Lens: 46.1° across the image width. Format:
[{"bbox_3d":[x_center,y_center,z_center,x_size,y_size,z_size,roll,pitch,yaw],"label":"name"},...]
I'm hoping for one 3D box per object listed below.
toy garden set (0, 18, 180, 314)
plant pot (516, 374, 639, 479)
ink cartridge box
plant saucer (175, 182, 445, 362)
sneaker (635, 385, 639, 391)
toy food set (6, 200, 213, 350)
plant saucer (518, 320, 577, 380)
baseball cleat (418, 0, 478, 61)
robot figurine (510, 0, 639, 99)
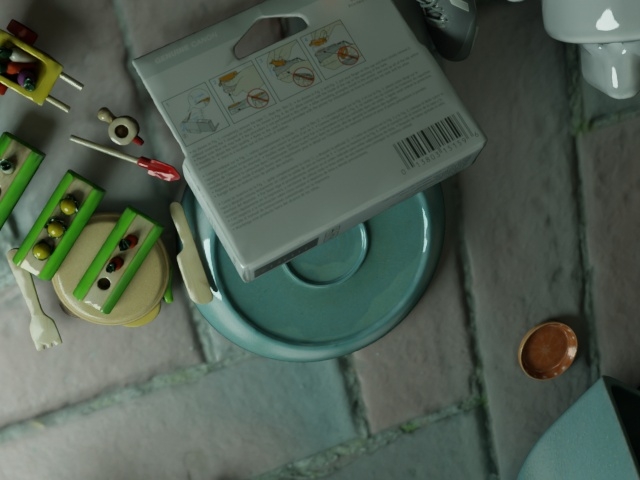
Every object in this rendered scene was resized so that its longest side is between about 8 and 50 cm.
[{"bbox_3d":[-0.260,-0.069,0.724,0.244,0.049,0.204,32,96,-13],"label":"toy garden set"},{"bbox_3d":[0.385,0.371,0.958,0.247,0.248,0.252,26,126,-22],"label":"plant pot"},{"bbox_3d":[-0.013,-0.126,0.753,0.275,0.060,0.239,-28,77,-12],"label":"ink cartridge box"},{"bbox_3d":[0.000,0.000,0.841,0.317,0.044,0.317,-4,109,-13],"label":"plant saucer"},{"bbox_3d":[0.499,0.221,1.040,0.152,0.058,0.084,-11,118,-5],"label":"sneaker"},{"bbox_3d":[-0.221,0.033,0.799,0.192,0.038,0.132,-15,104,-5],"label":"toy food set"},{"bbox_3d":[0.296,0.143,0.983,0.083,0.013,0.083,-4,108,-13],"label":"plant saucer"},{"bbox_3d":[0.098,-0.262,0.747,0.109,0.072,0.206,-33,125,-23],"label":"baseball cleat"},{"bbox_3d":[0.312,-0.325,0.736,0.300,0.200,0.353,-9,111,3],"label":"robot figurine"}]
